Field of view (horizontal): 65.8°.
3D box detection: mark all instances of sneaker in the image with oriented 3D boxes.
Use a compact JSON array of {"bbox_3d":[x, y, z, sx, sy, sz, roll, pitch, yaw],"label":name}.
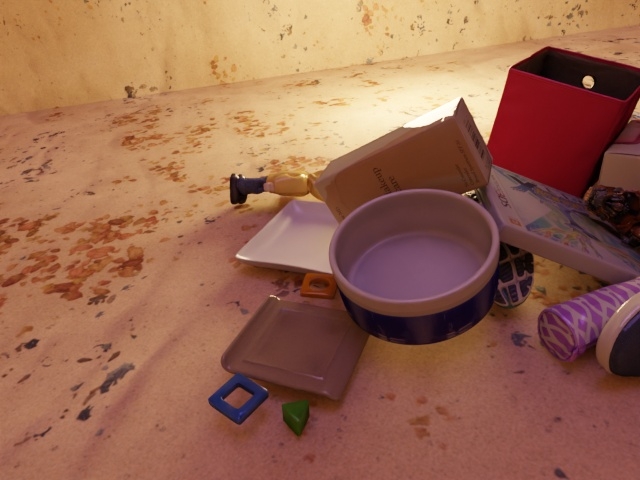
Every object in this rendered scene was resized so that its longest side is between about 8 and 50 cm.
[{"bbox_3d":[0.318,0.020,0.919,0.106,0.110,0.275,-18,40,10],"label":"sneaker"},{"bbox_3d":[0.553,0.132,0.657,0.349,0.131,0.148,-12,26,-9],"label":"sneaker"}]

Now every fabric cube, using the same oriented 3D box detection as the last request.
[{"bbox_3d":[0.583,-0.285,1.191,0.254,0.258,0.259,29,45,29],"label":"fabric cube"}]

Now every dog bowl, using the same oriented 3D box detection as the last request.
[{"bbox_3d":[0.152,0.034,0.805,0.264,0.104,0.265,-10,41,9],"label":"dog bowl"}]

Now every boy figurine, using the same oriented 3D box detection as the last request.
[{"bbox_3d":[-0.083,-0.137,1.281,0.284,0.092,0.177,2,6,8],"label":"boy figurine"}]

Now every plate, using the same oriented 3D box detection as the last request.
[{"bbox_3d":[0.000,0.000,1.078,0.277,0.045,0.277,8,33,23],"label":"plate"}]

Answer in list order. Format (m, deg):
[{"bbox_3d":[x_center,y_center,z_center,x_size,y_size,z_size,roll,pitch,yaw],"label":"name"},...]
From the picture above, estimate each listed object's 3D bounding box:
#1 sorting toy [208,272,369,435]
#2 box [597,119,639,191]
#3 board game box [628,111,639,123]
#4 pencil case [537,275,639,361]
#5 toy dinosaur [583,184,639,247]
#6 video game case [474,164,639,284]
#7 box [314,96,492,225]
[{"bbox_3d":[-0.032,0.171,0.796,0.195,0.047,0.348,11,35,20],"label":"sorting toy"},{"bbox_3d":[0.719,-0.161,1.104,0.126,0.149,0.232,19,38,37],"label":"box"},{"bbox_3d":[0.946,-0.339,1.474,0.136,0.035,0.201,-16,32,-15],"label":"board game box"},{"bbox_3d":[0.437,0.119,0.753,0.205,0.087,0.088,-16,43,-11],"label":"pencil case"},{"bbox_3d":[0.642,-0.021,0.865,0.321,0.165,0.218,4,11,12],"label":"toy dinosaur"},{"bbox_3d":[0.446,-0.035,0.925,0.328,0.036,0.300,20,31,-7],"label":"video game case"},{"bbox_3d":[0.159,-0.136,0.974,0.311,0.148,0.121,-23,21,34],"label":"box"}]
